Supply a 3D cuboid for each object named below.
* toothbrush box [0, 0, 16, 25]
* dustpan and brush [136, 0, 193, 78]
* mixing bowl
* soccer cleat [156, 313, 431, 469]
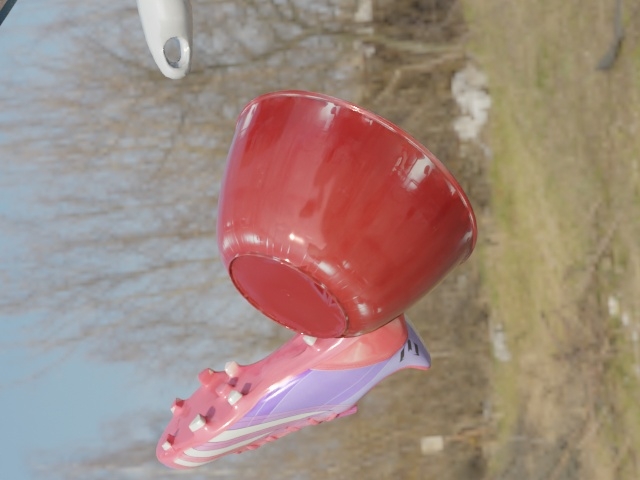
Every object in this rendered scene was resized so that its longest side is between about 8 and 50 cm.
[{"bbox_3d":[-0.257,-0.333,0.932,0.216,0.126,0.295,74,-147,-52],"label":"toothbrush box"},{"bbox_3d":[-0.074,-0.171,0.503,0.060,0.147,0.211,173,84,-69],"label":"dustpan and brush"},{"bbox_3d":[0.000,0.000,0.837,0.098,0.181,0.181,-58,-21,-27],"label":"mixing bowl"},{"bbox_3d":[-0.028,0.126,1.017,0.095,0.248,0.083,43,-155,-22],"label":"soccer cleat"}]
